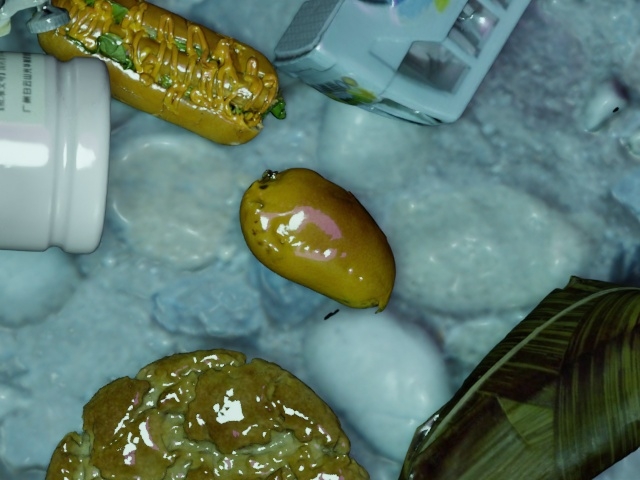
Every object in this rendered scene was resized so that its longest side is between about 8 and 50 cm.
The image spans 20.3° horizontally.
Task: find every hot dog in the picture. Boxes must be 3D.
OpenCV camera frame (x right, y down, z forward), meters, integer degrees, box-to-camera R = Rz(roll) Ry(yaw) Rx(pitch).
[{"bbox_3d":[-0.107,-0.122,1.216,0.188,0.055,0.072,23,81,-9],"label":"hot dog"}]

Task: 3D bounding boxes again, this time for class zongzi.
[{"bbox_3d":[0.157,0.122,1.160,0.247,0.241,0.111,-44,96,-11],"label":"zongzi"}]

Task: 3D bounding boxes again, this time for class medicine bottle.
[{"bbox_3d":[-0.263,-0.060,1.141,0.249,0.133,0.133,1,86,-12],"label":"medicine bottle"}]

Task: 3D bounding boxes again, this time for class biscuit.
[{"bbox_3d":[-0.076,0.179,1.181,0.225,0.042,0.226,0,87,8],"label":"biscuit"}]

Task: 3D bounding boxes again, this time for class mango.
[{"bbox_3d":[0.000,0.000,1.228,0.127,0.063,0.077,36,76,-13],"label":"mango"}]

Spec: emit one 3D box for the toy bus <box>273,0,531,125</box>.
[{"bbox_3d":[0.102,-0.232,1.245,0.136,0.109,0.330,34,81,-19],"label":"toy bus"}]

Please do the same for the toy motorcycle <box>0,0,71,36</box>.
[{"bbox_3d":[-0.225,-0.171,1.143,0.151,0.229,0.074,-5,115,25],"label":"toy motorcycle"}]
